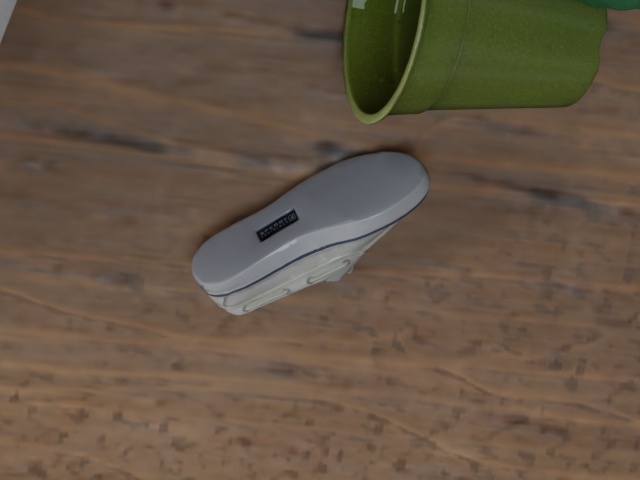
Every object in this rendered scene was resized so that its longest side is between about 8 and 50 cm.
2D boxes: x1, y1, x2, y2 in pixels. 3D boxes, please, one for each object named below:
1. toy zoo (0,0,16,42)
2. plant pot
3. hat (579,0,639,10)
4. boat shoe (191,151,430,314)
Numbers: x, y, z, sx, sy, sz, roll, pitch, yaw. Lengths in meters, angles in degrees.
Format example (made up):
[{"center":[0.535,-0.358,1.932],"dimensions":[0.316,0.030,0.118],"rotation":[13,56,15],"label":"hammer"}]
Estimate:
[{"center":[-0.176,-0.127,0.536],"dimensions":[0.192,0.030,0.293],"rotation":[23,77,-17],"label":"toy zoo"},{"center":[0.058,-0.079,0.635],"dimensions":[0.079,0.083,0.083],"rotation":[7,111,-19],"label":"plant pot"},{"center":[0.187,-0.164,0.597],"dimensions":[0.183,0.173,0.208],"rotation":[3,157,-36],"label":"hat"},{"center":[0.000,0.000,0.684],"dimensions":[0.100,0.035,0.035],"rotation":[-29,137,5],"label":"boat shoe"}]
